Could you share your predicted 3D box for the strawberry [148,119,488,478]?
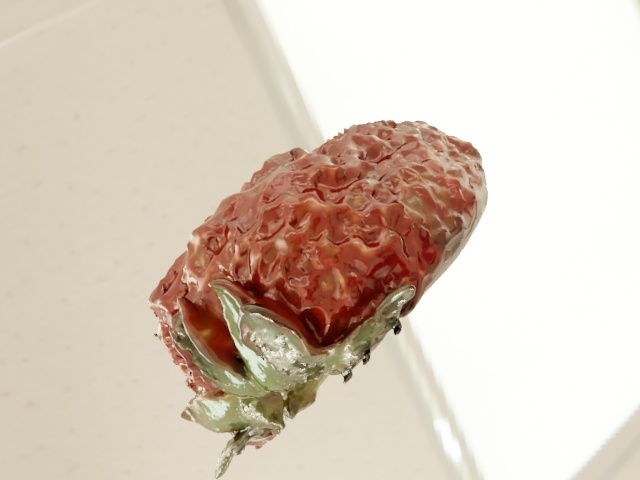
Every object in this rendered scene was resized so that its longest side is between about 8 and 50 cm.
[{"bbox_3d":[0.010,-0.009,0.853,0.098,0.174,0.228,43,-124,-4],"label":"strawberry"}]
